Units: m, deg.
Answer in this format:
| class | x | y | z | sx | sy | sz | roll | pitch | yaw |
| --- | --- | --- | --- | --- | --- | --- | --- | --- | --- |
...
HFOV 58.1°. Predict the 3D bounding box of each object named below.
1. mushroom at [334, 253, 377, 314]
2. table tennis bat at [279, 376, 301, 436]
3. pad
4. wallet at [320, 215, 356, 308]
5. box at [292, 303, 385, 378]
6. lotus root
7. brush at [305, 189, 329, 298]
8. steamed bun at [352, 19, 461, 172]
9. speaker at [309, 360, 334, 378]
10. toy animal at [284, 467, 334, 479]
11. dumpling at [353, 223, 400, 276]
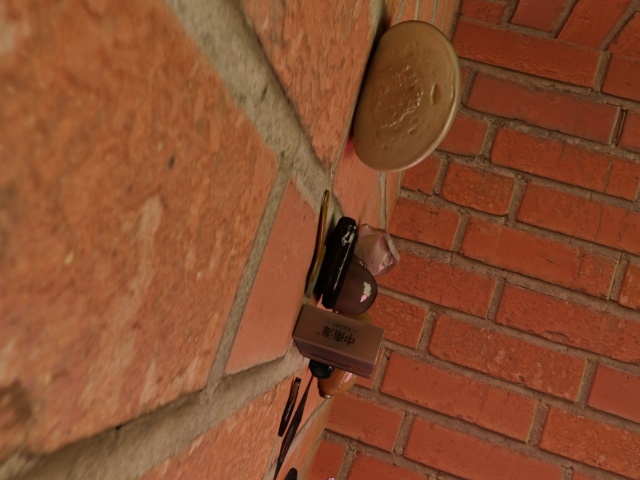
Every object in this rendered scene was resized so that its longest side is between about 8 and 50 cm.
| class | x | y | z | sx | sy | sz | roll | pitch | yaw |
| --- | --- | --- | --- | --- | --- | --- | --- | --- | --- |
| mushroom | 0.088 | 0.124 | 1.467 | 0.141 | 0.117 | 0.188 | -58 | 172 | -17 |
| table tennis bat | -0.063 | 0.353 | 1.232 | 0.095 | 0.014 | 0.158 | -58 | 165 | -56 |
| pad | -0.071 | 0.487 | 1.482 | 0.245 | 0.006 | 0.170 | -56 | 161 | -61 |
| wallet | 0.032 | 0.052 | 1.127 | 0.250 | 0.044 | 0.149 | 85 | 23 | -76 |
| box | 0.037 | 0.199 | 1.097 | 0.243 | 0.155 | 0.067 | 80 | 30 | -69 |
| lotus root | 0.075 | 0.295 | 1.601 | 0.146 | 0.130 | 0.304 | 81 | 28 | -74 |
| brush | 0.000 | 0.000 | 0.947 | 0.083 | 0.011 | 0.205 | -65 | 168 | -46 |
| steamed bun | 0.156 | -0.239 | 0.980 | 0.200 | 0.154 | 0.250 | -47 | 155 | -71 |
| speaker | 0.011 | 0.286 | 1.415 | 0.075 | 0.060 | 0.095 | -61 | 166 | -58 |
| toy animal | -0.060 | 0.770 | 1.621 | 0.255 | 0.239 | 0.176 | -33 | -155 | 1 |
| dumpling | 0.149 | 0.034 | 1.571 | 0.118 | 0.136 | 0.199 | -58 | 154 | -36 |
